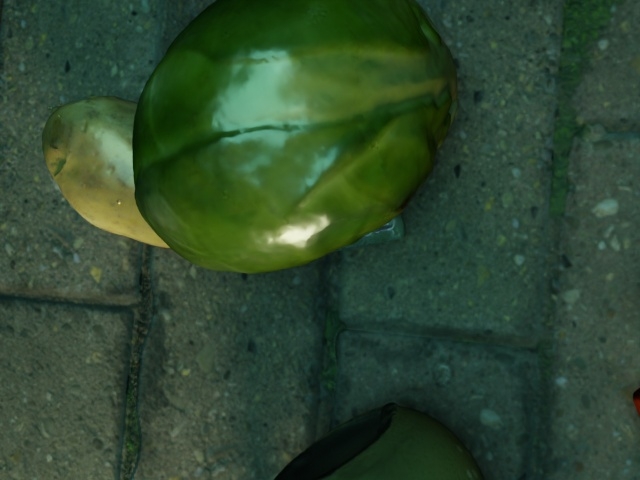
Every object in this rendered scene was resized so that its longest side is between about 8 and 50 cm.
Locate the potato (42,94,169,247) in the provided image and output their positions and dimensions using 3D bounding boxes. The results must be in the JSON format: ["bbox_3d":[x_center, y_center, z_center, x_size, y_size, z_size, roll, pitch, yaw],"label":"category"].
[{"bbox_3d":[-0.227,-0.087,1.142,0.235,0.128,0.161,18,108,11],"label":"potato"}]

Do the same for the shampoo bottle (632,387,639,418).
[{"bbox_3d":[0.418,0.272,0.958,0.104,0.104,0.278,-21,83,13],"label":"shampoo bottle"}]

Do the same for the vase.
[{"bbox_3d":[0.062,0.358,1.011,0.329,0.241,0.302,-30,94,40],"label":"vase"}]

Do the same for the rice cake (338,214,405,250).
[{"bbox_3d":[0.000,0.001,1.118,0.208,0.033,0.033,-12,94,15],"label":"rice cake"}]

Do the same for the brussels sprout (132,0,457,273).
[{"bbox_3d":[-0.020,-0.122,0.974,0.371,0.315,0.275,-32,87,-16],"label":"brussels sprout"}]
